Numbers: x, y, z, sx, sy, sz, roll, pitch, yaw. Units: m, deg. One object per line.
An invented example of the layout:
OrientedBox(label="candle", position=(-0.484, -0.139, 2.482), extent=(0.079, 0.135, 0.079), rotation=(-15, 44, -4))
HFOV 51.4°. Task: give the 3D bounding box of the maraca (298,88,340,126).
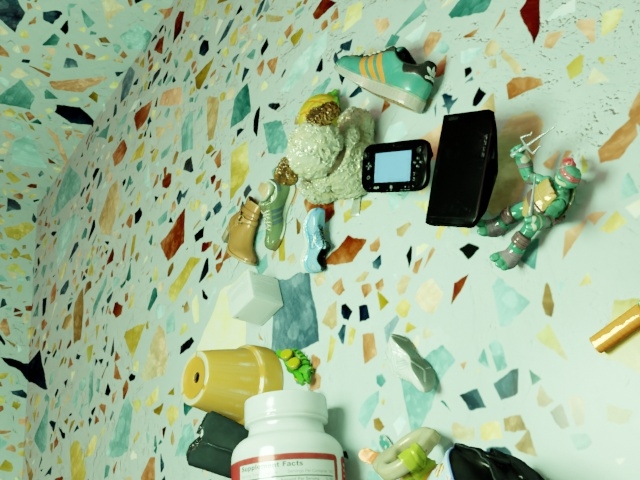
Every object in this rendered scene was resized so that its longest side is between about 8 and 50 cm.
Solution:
OrientedBox(label="maraca", position=(0.000, -0.329, 1.705), extent=(0.127, 0.099, 0.185), rotation=(-33, 25, 26))

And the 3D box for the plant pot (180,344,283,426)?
OrientedBox(label="plant pot", position=(-0.226, 0.345, 1.610), extent=(0.205, 0.188, 0.205), rotation=(-24, 57, 43))

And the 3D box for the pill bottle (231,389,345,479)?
OrientedBox(label="pill bottle", position=(-0.060, 0.514, 1.299), extent=(0.229, 0.229, 0.407), rotation=(-31, 52, 40))

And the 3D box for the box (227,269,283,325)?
OrientedBox(label="box", position=(-0.167, 0.147, 1.695), extent=(0.101, 0.102, 0.087), rotation=(-44, 43, 30))

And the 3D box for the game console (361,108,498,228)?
OrientedBox(label="game console", position=(0.198, -0.134, 1.306), extent=(0.361, 0.044, 0.213), rotation=(4, 82, 55))

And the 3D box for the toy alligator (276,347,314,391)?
OrientedBox(label="toy alligator", position=(-0.041, 0.294, 1.521), extent=(0.051, 0.056, 0.190), rotation=(-31, 36, -15))

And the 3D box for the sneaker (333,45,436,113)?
OrientedBox(label="sneaker", position=(0.154, -0.393, 1.538), extent=(0.302, 0.108, 0.121), rotation=(37, 104, 43))

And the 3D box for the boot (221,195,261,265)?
OrientedBox(label="boot", position=(-0.201, -0.029, 1.842), extent=(0.152, 0.073, 0.197), rotation=(-56, 42, 11))

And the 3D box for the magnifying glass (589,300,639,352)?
OrientedBox(label="magnifying glass", position=(0.492, 0.087, 0.968), extent=(0.231, 0.026, 0.092), rotation=(-48, 43, 28))

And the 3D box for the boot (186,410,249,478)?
OrientedBox(label="boot", position=(-0.204, 0.527, 1.493), extent=(0.207, 0.094, 0.246), rotation=(14, 78, 8))

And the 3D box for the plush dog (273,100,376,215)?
OrientedBox(label="plush dog", position=(0.019, -0.186, 1.506), extent=(0.262, 0.226, 0.210), rotation=(-58, 39, 16))

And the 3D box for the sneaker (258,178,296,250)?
OrientedBox(label="sneaker", position=(-0.133, -0.075, 1.761), extent=(0.064, 0.086, 0.192), rotation=(11, 83, 52))

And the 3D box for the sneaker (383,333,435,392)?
OrientedBox(label="sneaker", position=(0.170, 0.247, 1.282), extent=(0.061, 0.054, 0.152), rotation=(-66, 30, 21))

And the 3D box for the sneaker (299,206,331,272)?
OrientedBox(label="sneaker", position=(0.000, 0.000, 1.593), extent=(0.073, 0.063, 0.162), rotation=(6, 93, 39))

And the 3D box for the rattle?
OrientedBox(label="rattle", position=(0.167, 0.424, 1.220), extent=(0.199, 0.143, 0.130), rotation=(-46, 9, 51))

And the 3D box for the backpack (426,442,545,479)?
OrientedBox(label="backpack", position=(0.254, 0.432, 0.945), extent=(0.213, 0.277, 0.263), rotation=(-50, 29, 23))

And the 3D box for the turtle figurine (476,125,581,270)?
OrientedBox(label="turtle figurine", position=(0.361, -0.065, 1.121), extent=(0.175, 0.118, 0.234), rotation=(-84, 18, -47))
